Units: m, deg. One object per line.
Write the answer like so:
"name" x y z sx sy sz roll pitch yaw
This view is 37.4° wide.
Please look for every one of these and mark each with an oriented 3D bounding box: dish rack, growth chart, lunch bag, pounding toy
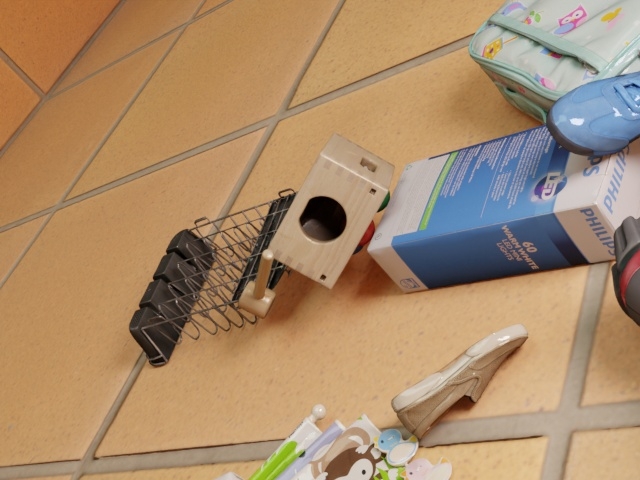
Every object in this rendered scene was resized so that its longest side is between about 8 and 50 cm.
"dish rack" -0.117 0.040 1.214 0.271 0.074 0.208 -18 37 34
"growth chart" 0.015 0.228 0.830 0.172 0.021 0.237 -49 31 -13
"lunch bag" 0.294 -0.217 1.014 0.224 0.108 0.279 -41 28 1
"pounding toy" -0.004 0.007 1.024 0.206 0.094 0.181 -61 1 18

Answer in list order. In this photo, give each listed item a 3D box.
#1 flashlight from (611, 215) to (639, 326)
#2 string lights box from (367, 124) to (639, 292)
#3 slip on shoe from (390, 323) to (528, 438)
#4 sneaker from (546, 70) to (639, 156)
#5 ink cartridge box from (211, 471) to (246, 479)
"flashlight" 0.257 0.087 0.614 0.103 0.103 0.304 -57 10 33
"string lights box" 0.183 -0.036 0.931 0.260 0.077 0.133 -12 40 43
"slip on shoe" 0.127 0.122 0.822 0.135 0.051 0.041 -32 71 -3
"sneaker" 0.291 -0.129 0.821 0.209 0.069 0.082 -13 -22 -23
"ink cartridge box" -0.147 0.344 0.742 0.289 0.121 0.211 -30 36 23
